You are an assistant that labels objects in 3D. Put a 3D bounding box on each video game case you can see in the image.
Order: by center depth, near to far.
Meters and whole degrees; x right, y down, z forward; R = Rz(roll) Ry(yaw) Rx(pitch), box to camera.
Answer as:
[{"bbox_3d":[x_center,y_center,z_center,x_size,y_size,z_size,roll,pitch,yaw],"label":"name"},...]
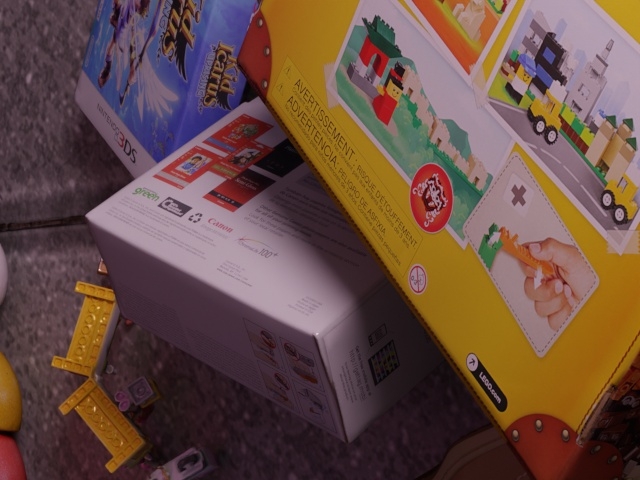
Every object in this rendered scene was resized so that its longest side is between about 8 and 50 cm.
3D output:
[{"bbox_3d":[-0.146,-0.202,1.863,0.244,0.061,0.269,47,127,49],"label":"video game case"}]

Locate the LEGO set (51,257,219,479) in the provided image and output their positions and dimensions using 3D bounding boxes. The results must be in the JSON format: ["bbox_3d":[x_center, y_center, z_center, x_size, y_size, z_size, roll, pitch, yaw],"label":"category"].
[{"bbox_3d":[-0.201,0.139,2.004,0.132,0.107,0.287,-22,71,10],"label":"LEGO set"}]

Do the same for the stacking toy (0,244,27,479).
[{"bbox_3d":[-0.442,0.212,2.155,0.350,0.350,0.480,6,80,46],"label":"stacking toy"}]

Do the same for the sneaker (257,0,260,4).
[{"bbox_3d":[-0.011,-0.244,1.622,0.104,0.296,0.147,-40,54,10],"label":"sneaker"}]

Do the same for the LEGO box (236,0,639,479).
[{"bbox_3d":[0.179,-0.125,1.363,0.500,0.193,0.372,56,134,37],"label":"LEGO box"}]

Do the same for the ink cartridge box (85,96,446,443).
[{"bbox_3d":[0.000,0.000,1.696,0.309,0.272,0.130,26,143,42],"label":"ink cartridge box"}]

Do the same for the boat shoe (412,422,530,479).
[{"bbox_3d":[0.157,0.217,1.612,0.341,0.121,0.110,-45,68,51],"label":"boat shoe"}]
